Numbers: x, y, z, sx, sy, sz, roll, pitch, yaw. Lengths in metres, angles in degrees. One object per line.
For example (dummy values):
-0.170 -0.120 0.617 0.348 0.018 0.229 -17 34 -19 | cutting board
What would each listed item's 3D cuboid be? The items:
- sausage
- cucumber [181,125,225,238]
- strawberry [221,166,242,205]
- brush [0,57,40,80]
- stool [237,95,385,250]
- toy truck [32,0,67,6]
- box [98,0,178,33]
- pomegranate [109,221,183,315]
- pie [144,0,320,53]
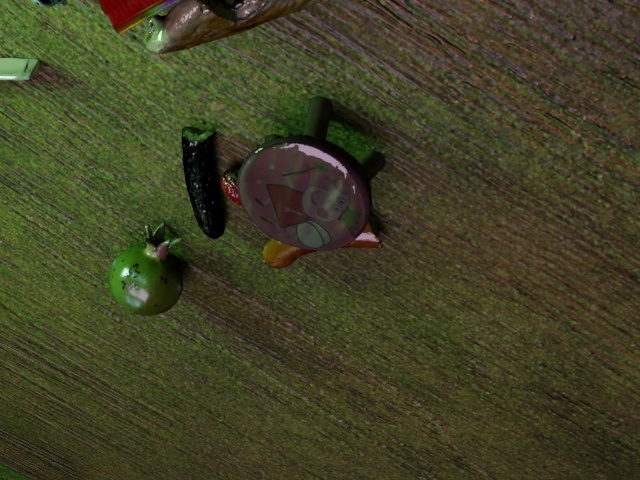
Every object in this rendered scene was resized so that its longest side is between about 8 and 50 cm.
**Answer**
-0.003 -0.004 1.935 0.302 0.076 0.103 -11 126 28 | sausage
-0.256 -0.119 1.924 0.081 0.072 0.303 11 135 10 | cucumber
-0.171 -0.116 1.897 0.083 0.083 0.096 1 138 20 | strawberry
-0.745 -0.358 1.893 0.321 0.060 0.050 3 145 18 | brush
-0.015 -0.129 1.750 0.272 0.178 0.272 10 134 11 | stool
-0.541 -0.544 1.593 0.259 0.135 0.128 51 172 -27 | toy truck
-0.202 -0.456 1.415 0.197 0.313 0.089 -17 114 32 | box
-0.404 0.069 2.100 0.181 0.181 0.224 25 113 -4 | pomegranate
-0.144 -0.390 1.489 0.338 0.337 0.075 -16 98 32 | pie
